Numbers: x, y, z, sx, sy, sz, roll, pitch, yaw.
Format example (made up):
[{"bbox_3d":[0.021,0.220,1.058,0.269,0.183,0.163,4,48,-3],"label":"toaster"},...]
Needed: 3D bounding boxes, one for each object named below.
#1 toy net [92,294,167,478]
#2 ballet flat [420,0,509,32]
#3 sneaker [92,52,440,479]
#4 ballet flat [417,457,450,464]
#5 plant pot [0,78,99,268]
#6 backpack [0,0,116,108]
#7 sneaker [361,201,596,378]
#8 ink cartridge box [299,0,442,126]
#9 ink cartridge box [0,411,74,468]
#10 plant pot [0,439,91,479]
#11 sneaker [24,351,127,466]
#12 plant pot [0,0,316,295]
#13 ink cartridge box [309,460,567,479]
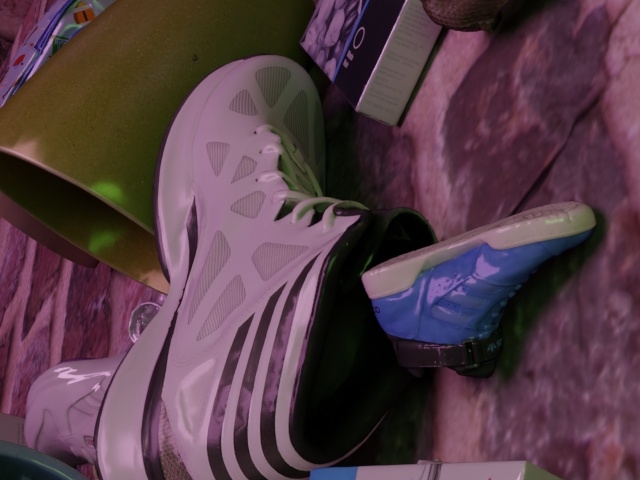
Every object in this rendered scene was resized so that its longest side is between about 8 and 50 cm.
[{"bbox_3d":[-0.181,0.134,1.410,0.122,0.045,0.232,-48,31,44],"label":"toy net"},{"bbox_3d":[0.154,-0.196,0.897,0.084,0.058,0.250,-42,8,-37],"label":"ballet flat"},{"bbox_3d":[0.001,0.001,1.017,0.257,0.169,0.448,-25,41,36],"label":"sneaker"},{"bbox_3d":[-0.049,0.295,0.847,0.409,0.147,0.147,-59,24,23],"label":"ballet flat"},{"bbox_3d":[-0.303,-0.151,1.721,0.274,0.256,0.256,-52,23,2],"label":"plant pot"},{"bbox_3d":[-0.219,-0.155,1.480,0.213,0.276,0.263,16,80,63],"label":"backpack"},{"bbox_3d":[0.104,0.035,0.816,0.152,0.085,0.058,-21,3,25],"label":"sneaker"},{"bbox_3d":[0.063,-0.223,1.140,0.208,0.045,0.206,-63,22,15],"label":"ink cartridge box"},{"bbox_3d":[-0.402,0.273,1.579,0.092,0.217,0.159,-61,23,23],"label":"ink cartridge box"},{"bbox_3d":[-0.347,0.399,1.236,0.334,0.341,0.341,126,154,-52],"label":"plant pot"},{"bbox_3d":[-0.180,0.175,1.235,0.305,0.114,0.152,-27,51,42],"label":"sneaker"},{"bbox_3d":[-0.135,-0.131,1.284,0.294,0.274,0.274,-60,19,-14],"label":"plant pot"},{"bbox_3d":[0.070,0.168,0.688,0.180,0.060,0.104,-11,59,41],"label":"ink cartridge box"}]
